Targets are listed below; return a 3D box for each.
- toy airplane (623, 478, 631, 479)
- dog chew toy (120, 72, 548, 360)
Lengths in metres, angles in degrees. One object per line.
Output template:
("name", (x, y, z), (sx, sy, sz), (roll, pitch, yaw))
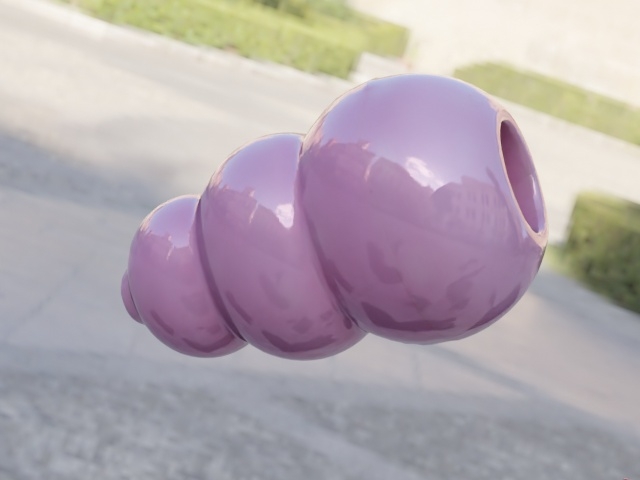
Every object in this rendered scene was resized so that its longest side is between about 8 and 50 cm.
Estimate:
("toy airplane", (0.289, 0.220, 1.398), (0.151, 0.028, 0.151), (34, -22, 16))
("dog chew toy", (0.000, 0.000, 1.385), (0.332, 0.206, 0.206), (-18, -7, 19))
